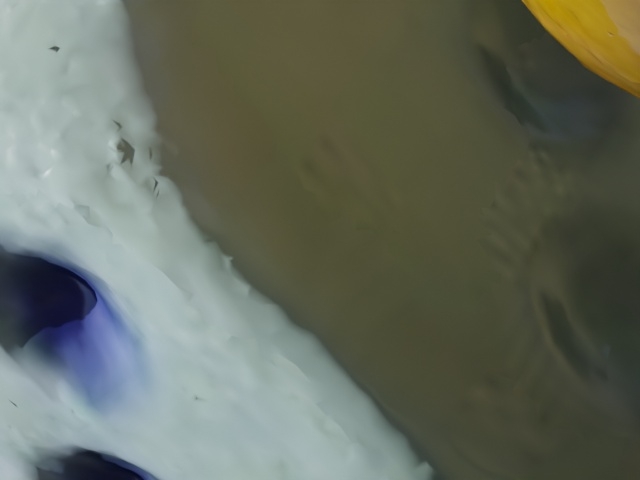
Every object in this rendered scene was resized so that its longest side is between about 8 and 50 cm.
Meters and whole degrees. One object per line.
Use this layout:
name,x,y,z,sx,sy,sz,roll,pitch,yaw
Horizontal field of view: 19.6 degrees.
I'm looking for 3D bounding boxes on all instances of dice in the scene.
dice,0.000,0.000,0.626,0.265,0.262,0.268,-37,12,50

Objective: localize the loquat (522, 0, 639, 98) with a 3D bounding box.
loquat,0.118,-0.106,0.338,0.208,0.208,0.208,-39,-29,-27
